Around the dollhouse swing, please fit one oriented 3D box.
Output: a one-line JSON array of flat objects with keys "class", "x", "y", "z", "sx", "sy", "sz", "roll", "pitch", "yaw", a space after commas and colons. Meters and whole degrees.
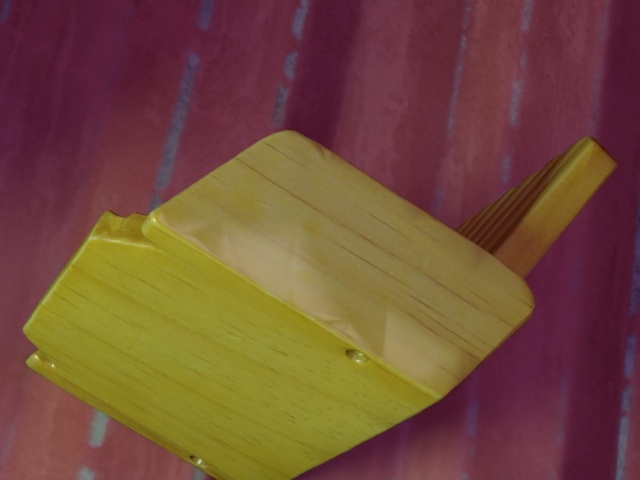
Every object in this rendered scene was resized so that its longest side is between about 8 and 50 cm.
[{"class": "dollhouse swing", "x": 0.000, "y": 0.000, "z": 1.127, "sx": 0.315, "sy": 0.347, "sz": 0.305, "roll": 32, "pitch": 61, "yaw": -9}]
